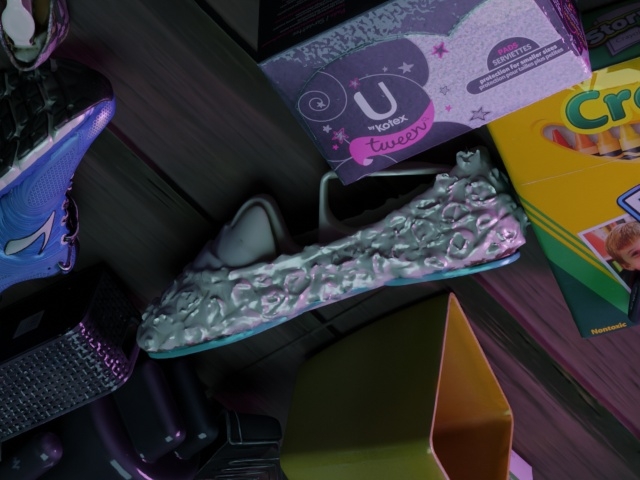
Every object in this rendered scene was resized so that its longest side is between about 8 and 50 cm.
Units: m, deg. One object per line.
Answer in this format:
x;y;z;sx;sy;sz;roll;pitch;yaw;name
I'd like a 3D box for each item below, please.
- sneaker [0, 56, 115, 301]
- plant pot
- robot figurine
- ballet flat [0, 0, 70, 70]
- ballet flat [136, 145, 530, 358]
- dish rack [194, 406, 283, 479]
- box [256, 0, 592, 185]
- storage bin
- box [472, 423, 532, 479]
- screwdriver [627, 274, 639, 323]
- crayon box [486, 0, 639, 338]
-0.283;-0.049;1.647;0.147;0.130;0.330;18;134;-33;sneaker
0.076;0.211;1.807;0.187;0.212;0.212;-10;131;21;plant pot
-0.241;0.232;1.842;0.278;0.174;0.209;-33;122;26;robot figurine
-0.261;-0.241;1.483;0.076;0.079;0.222;0;131;3;ballet flat
0.000;0.000;1.684;0.408;0.147;0.147;-16;130;11;ballet flat
-0.080;0.330;1.844;0.074;0.272;0.208;-1;161;-15;dish rack
0.089;-0.183;1.485;0.247;0.142;0.163;-22;127;20;box
-0.280;0.116;1.765;0.180;0.122;0.084;-26;116;22;storage bin
0.175;0.284;1.937;0.102;0.087;0.101;-32;124;25;box
0.311;0.008;1.599;0.024;0.025;0.170;6;123;0;screwdriver
0.365;-0.088;1.587;0.362;0.106;0.313;-17;130;17;crayon box
